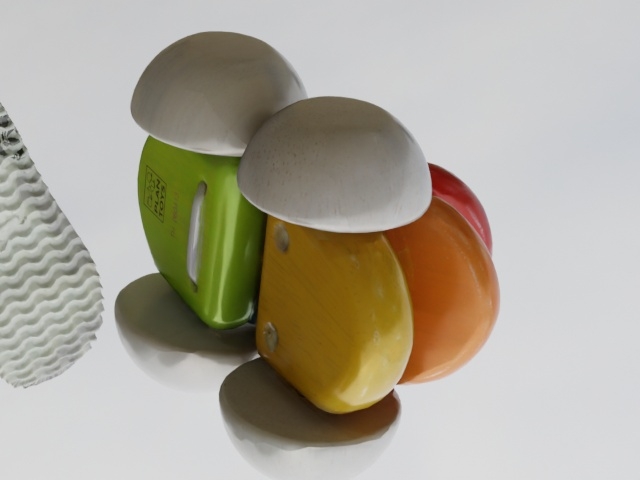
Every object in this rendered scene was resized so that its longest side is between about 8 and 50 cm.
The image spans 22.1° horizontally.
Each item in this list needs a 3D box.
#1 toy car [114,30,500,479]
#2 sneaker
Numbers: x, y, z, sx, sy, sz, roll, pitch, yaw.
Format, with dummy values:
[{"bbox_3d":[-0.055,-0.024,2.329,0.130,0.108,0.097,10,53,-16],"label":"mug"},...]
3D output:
[{"bbox_3d":[0.000,0.000,0.693,0.136,0.159,0.182,-15,-146,-36],"label":"toy car"},{"bbox_3d":[-0.255,-0.028,1.231,0.102,0.293,0.146,-28,-142,-17],"label":"sneaker"}]
